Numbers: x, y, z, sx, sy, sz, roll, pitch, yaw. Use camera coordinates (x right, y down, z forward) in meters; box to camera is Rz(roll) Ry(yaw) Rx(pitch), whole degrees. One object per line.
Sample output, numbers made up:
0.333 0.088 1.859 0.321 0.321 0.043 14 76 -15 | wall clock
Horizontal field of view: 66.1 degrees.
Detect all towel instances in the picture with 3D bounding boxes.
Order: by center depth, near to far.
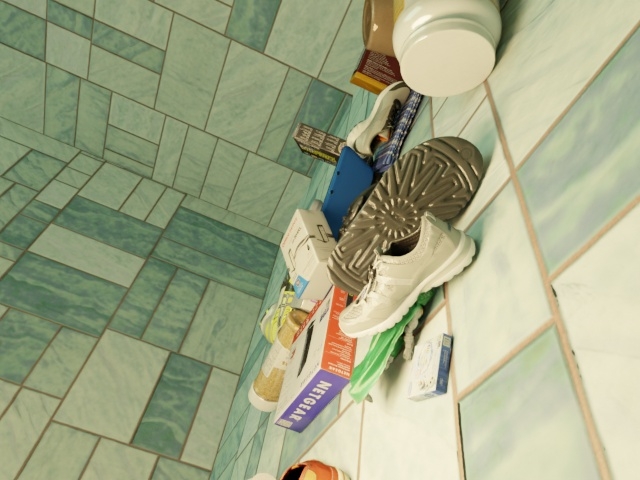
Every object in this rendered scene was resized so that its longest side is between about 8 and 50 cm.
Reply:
0.259 -0.373 1.594 0.243 0.040 0.336 -161 95 -83 | towel

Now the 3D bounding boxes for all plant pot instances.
0.241 -0.610 1.361 0.263 0.229 0.263 179 90 -84 | plant pot

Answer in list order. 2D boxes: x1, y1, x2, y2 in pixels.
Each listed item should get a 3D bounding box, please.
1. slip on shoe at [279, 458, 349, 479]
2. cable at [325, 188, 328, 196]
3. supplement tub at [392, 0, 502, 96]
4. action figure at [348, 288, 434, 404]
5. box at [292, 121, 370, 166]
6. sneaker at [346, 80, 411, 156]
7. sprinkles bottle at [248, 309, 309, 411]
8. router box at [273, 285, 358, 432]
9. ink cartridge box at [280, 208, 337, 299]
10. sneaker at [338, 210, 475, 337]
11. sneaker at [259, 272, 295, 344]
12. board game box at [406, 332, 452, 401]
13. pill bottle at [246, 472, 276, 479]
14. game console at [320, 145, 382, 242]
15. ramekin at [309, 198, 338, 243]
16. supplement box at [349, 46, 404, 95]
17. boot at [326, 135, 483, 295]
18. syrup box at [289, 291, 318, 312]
-0.041 0.501 0.999 0.331 0.101 0.123 126 162 -61 | slip on shoe
0.026 -0.111 2.160 0.139 0.072 0.287 130 161 -78 | cable
0.275 -0.504 1.088 0.228 0.228 0.316 130 148 -62 | supplement tub
0.132 0.178 0.890 0.232 0.063 0.137 -59 9 9 | action figure
0.050 -0.308 1.710 0.216 0.270 0.060 29 -96 -82 | box
0.201 -0.373 1.534 0.271 0.108 0.100 -53 -35 2 | sneaker
-0.126 0.404 1.643 0.121 0.121 0.355 -90 24 -67 | sprinkles bottle
-0.005 0.302 1.316 0.301 0.082 0.335 -77 14 -47 | router box
-0.027 0.036 1.321 0.148 0.086 0.203 -62 37 36 | ink cartridge box
0.122 0.057 0.847 0.281 0.115 0.105 -44 14 22 | sneaker
-0.091 0.250 1.894 0.147 0.145 0.384 49 118 45 | sneaker
0.169 0.198 0.764 0.090 0.020 0.090 129 161 -59 | board game box
-0.178 0.694 1.293 0.108 0.108 0.193 -81 16 -55 | pill bottle
0.072 -0.104 1.560 0.250 0.173 0.293 136 156 -67 | game console
0.000 0.000 1.726 0.273 0.127 0.273 18 -90 -85 | ramekin
0.241 -0.652 1.833 0.129 0.191 0.194 -123 56 -79 | supplement box
0.169 -0.080 1.105 0.367 0.146 0.445 -44 1 12 | boot
-0.031 0.201 1.670 0.237 0.093 0.096 150 142 -75 | syrup box
